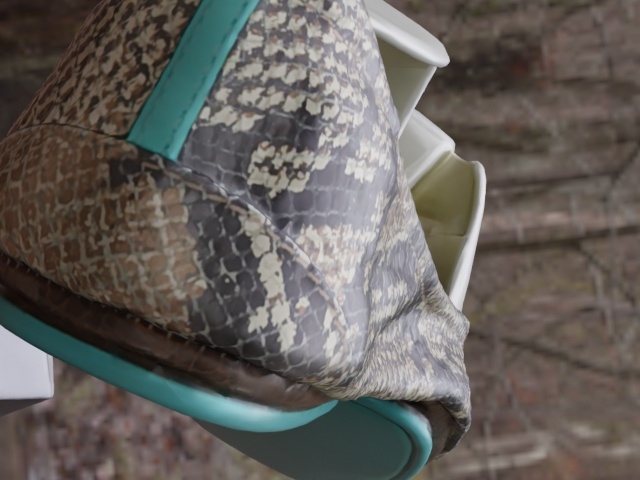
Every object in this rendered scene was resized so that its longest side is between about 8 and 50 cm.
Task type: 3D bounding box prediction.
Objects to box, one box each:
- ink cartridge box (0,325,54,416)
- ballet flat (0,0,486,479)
[{"bbox_3d":[-0.354,0.084,0.926,0.176,0.371,0.069,-22,-109,48],"label":"ink cartridge box"},{"bbox_3d":[0.000,0.000,0.665,0.483,0.164,0.182,64,51,-77],"label":"ballet flat"}]
